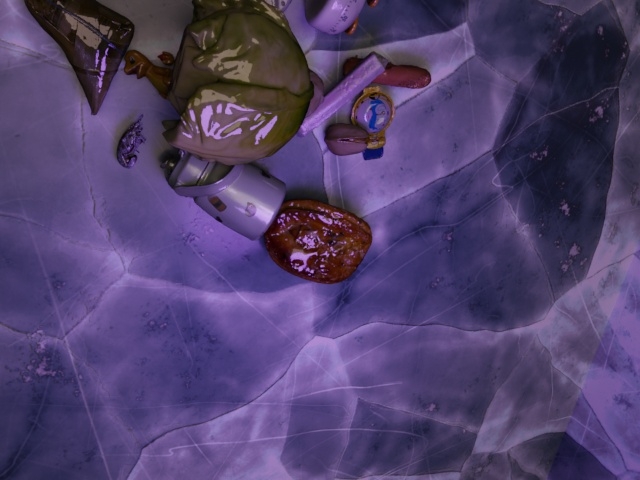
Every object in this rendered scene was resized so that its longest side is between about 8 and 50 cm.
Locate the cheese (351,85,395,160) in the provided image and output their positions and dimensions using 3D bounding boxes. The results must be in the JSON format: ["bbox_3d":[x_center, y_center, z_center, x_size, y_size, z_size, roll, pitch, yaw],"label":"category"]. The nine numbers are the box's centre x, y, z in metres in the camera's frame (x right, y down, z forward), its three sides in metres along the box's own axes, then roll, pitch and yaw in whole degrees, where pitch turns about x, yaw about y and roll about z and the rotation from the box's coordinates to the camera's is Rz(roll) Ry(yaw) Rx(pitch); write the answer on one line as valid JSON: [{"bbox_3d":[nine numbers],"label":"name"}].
[{"bbox_3d":[0.179,-0.390,1.645,0.157,0.064,0.250,-12,123,-10],"label":"cheese"}]

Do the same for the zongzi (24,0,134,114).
[{"bbox_3d":[-0.645,-0.495,1.255,0.251,0.125,0.274,23,104,-27],"label":"zongzi"}]

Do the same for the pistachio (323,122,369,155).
[{"bbox_3d":[0.087,-0.331,1.602,0.149,0.113,0.113,-2,111,8],"label":"pistachio"}]

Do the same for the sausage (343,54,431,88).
[{"bbox_3d":[0.230,-0.545,1.600,0.327,0.087,0.079,1,120,-21],"label":"sausage"}]

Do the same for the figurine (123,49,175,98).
[{"bbox_3d":[-0.452,-0.477,1.362,0.176,0.121,0.122,27,68,-18],"label":"figurine"}]

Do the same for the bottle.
[{"bbox_3d":[-0.292,-0.173,1.459,0.352,0.229,0.229,31,95,-20],"label":"bottle"}]

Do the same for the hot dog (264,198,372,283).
[{"bbox_3d":[0.000,0.000,1.647,0.388,0.174,0.267,18,103,-27],"label":"hot dog"}]

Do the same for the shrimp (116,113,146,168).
[{"bbox_3d":[-0.538,-0.286,1.404,0.065,0.056,0.165,30,106,-12],"label":"shrimp"}]

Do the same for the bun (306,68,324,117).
[{"bbox_3d":[-0.078,-0.451,1.466,0.173,0.113,0.166,-26,90,9],"label":"bun"}]

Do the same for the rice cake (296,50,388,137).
[{"bbox_3d":[0.058,-0.454,1.530,0.365,0.056,0.072,-37,113,13],"label":"rice cake"}]

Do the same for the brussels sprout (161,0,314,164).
[{"bbox_3d":[-0.195,-0.398,1.267,0.361,0.342,0.425,13,92,-24],"label":"brussels sprout"}]

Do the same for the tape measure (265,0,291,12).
[{"bbox_3d":[-0.192,-0.662,1.382,0.196,0.105,0.178,18,101,-27],"label":"tape measure"}]

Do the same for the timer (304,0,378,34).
[{"bbox_3d":[0.025,-0.715,1.379,0.240,0.233,0.233,14,102,-28],"label":"timer"}]
